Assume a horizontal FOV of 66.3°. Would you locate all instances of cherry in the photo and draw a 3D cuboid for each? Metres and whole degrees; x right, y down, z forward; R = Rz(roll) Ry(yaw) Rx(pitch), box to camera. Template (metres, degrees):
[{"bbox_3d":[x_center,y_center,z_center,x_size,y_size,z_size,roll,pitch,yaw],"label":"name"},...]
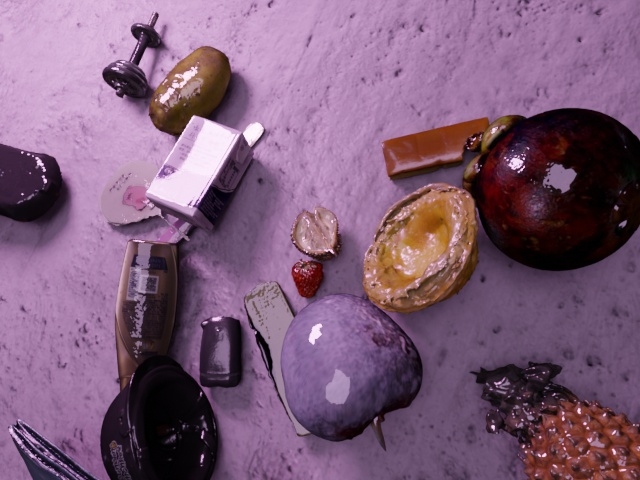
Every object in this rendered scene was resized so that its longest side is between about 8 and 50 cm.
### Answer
[{"bbox_3d":[0.053,0.236,0.896,0.255,0.218,0.296,-23,61,-15],"label":"cherry"}]

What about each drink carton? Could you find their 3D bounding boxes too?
[{"bbox_3d":[-0.264,-0.152,1.092,0.134,0.102,0.222,21,76,19],"label":"drink carton"}]

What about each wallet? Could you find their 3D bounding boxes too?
[{"bbox_3d":[-0.494,0.503,0.966,0.291,0.054,0.251,28,128,16],"label":"wallet"}]

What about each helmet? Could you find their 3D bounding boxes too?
[{"bbox_3d":[-0.328,0.373,0.942,0.161,0.230,0.278,-24,93,20],"label":"helmet"}]

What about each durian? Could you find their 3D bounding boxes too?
[{"bbox_3d":[0.003,-0.001,1.038,0.110,0.071,0.140,-36,57,-4],"label":"durian"}]

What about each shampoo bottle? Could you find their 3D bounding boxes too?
[{"bbox_3d":[-0.378,0.175,1.059,0.126,0.084,0.349,5,87,-12],"label":"shampoo bottle"}]

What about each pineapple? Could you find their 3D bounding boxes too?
[{"bbox_3d":[0.406,0.324,0.823,0.223,0.223,0.357,-41,56,1],"label":"pineapple"}]

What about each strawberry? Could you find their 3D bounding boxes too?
[{"bbox_3d":[-0.027,0.080,1.036,0.074,0.073,0.083,2,114,13],"label":"strawberry"}]

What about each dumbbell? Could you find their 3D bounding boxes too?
[{"bbox_3d":[-0.461,-0.473,1.236,0.110,0.110,0.254,12,74,15],"label":"dumbbell"}]

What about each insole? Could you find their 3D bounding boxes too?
[{"bbox_3d":[-0.207,-0.205,1.163,0.063,0.010,0.192,43,89,18],"label":"insole"}]

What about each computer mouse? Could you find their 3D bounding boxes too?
[{"bbox_3d":[-0.791,-0.151,1.222,0.324,0.116,0.182,15,79,8],"label":"computer mouse"}]

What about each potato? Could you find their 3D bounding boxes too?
[{"bbox_3d":[-0.305,-0.356,1.169,0.149,0.113,0.251,32,77,24],"label":"potato"}]

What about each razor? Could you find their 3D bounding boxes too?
[{"bbox_3d":[-0.212,0.235,1.039,0.090,0.054,0.147,-3,77,8],"label":"razor"}]

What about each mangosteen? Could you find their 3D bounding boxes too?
[{"bbox_3d":[0.409,-0.096,0.870,0.312,0.311,0.311,-3,77,12],"label":"mangosteen"}]

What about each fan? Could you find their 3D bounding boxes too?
[{"bbox_3d":[-0.408,-0.081,1.156,0.310,0.010,0.182,33,83,25],"label":"fan"}]

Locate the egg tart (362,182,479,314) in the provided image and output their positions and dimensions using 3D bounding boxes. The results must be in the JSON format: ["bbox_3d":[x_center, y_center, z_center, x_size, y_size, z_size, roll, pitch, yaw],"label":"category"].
[{"bbox_3d":[0.197,0.020,0.933,0.288,0.118,0.288,-39,33,32],"label":"egg tart"}]

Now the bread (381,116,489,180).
[{"bbox_3d":[0.248,-0.194,1.042,0.226,0.049,0.088,-11,75,9],"label":"bread"}]

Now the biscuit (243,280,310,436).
[{"bbox_3d":[-0.069,0.239,1.016,0.099,0.038,0.322,-26,72,2],"label":"biscuit"}]

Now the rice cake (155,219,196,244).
[{"bbox_3d":[-0.351,0.000,1.133,0.207,0.036,0.047,-41,82,0],"label":"rice cake"}]
